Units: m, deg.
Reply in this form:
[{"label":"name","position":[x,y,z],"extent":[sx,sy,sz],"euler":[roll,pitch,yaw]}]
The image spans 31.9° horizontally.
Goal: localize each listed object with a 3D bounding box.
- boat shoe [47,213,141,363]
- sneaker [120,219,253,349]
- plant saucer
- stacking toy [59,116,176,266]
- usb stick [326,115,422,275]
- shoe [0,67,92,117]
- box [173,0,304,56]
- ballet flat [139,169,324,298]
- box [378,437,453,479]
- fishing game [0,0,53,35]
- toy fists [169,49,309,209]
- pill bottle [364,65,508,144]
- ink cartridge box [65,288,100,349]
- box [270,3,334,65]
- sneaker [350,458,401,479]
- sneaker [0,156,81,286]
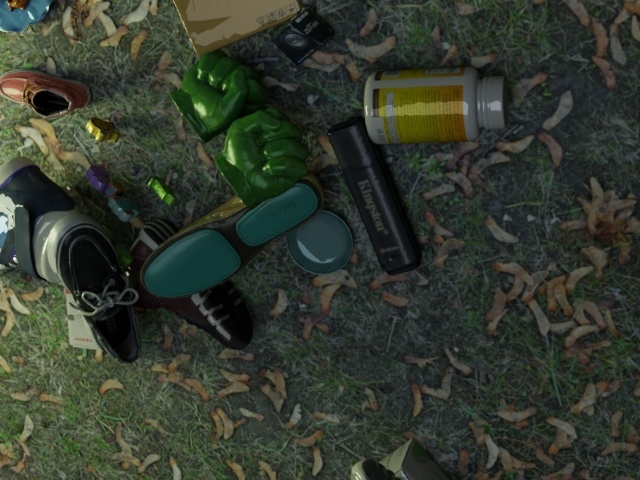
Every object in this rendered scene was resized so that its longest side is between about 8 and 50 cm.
[{"label":"boat shoe","position":[-0.373,0.092,1.899],"extent":[0.105,0.113,0.306],"euler":[39,146,40]},{"label":"sneaker","position":[-0.253,0.110,2.008],"extent":[0.162,0.106,0.281],"euler":[-42,84,29]},{"label":"plant saucer","position":[0.000,0.000,1.934],"extent":[0.119,0.021,0.119],"euler":[5,110,13]},{"label":"stacking toy","position":[-0.364,-0.082,1.948],"extent":[0.221,0.052,0.167],"euler":[45,117,22]},{"label":"usb stick","position":[0.091,-0.074,1.870],"extent":[0.077,0.045,0.278],"euler":[-18,104,19]},{"label":"shoe","position":[-0.494,-0.256,1.943],"extent":[0.178,0.081,0.063],"euler":[10,111,12]},{"label":"box","position":[-0.145,-0.411,1.827],"extent":[0.201,0.021,0.164],"euler":[-18,103,20]},{"label":"ballet flat","position":[-0.148,-0.017,1.900],"extent":[0.348,0.123,0.123],"euler":[-31,99,10]},{"label":"box","position":[0.162,0.534,2.022],"extent":[0.262,0.127,0.231],"euler":[46,113,-4]},{"label":"fishing game","position":[-0.543,-0.445,1.913],"extent":[0.264,0.041,0.189],"euler":[-25,98,22]},{"label":"toy fists","position":[-0.128,-0.191,1.818],"extent":[0.142,0.096,0.279],"euler":[-37,68,4]},{"label":"pill bottle","position":[0.183,-0.212,1.757],"extent":[0.215,0.117,0.117],"euler":[-1,109,16]},{"label":"ink cartridge box","position":[-0.412,0.129,2.071],"extent":[0.099,0.056,0.135],"euler":[6,110,14]},{"label":"box","position":[-0.029,-0.333,1.813],"extent":[0.083,0.018,0.067],"euler":[-35,119,23]},{"label":"sneaker","position":[0.115,0.505,1.901],"extent":[0.115,0.105,0.281],"euler":[-26,98,23]},{"label":"sneaker","position":[-0.525,0.034,1.985],"extent":[0.236,0.130,0.323],"euler":[48,124,15]}]
